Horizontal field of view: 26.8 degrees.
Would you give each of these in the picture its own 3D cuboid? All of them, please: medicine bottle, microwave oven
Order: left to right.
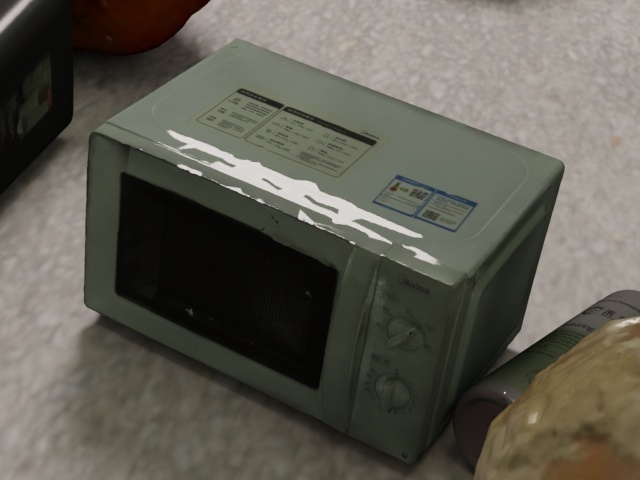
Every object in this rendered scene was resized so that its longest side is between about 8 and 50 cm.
[{"bbox_3d":[0.000,0.000,0.715,0.208,0.122,0.162,24,37,20],"label":"microwave oven"},{"bbox_3d":[0.152,0.064,0.714,0.057,0.058,0.199,33,41,32],"label":"medicine bottle"}]

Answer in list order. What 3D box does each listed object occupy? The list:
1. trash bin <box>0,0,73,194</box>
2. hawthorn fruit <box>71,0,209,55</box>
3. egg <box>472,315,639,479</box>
[{"bbox_3d":[-0.263,-0.072,0.773,0.165,0.115,0.225,13,36,8],"label":"trash bin"},{"bbox_3d":[-0.154,-0.285,0.970,0.211,0.211,0.299,5,63,-6],"label":"hawthorn fruit"},{"bbox_3d":[0.155,0.127,0.489,0.203,0.203,0.245,-5,18,-20],"label":"egg"}]
